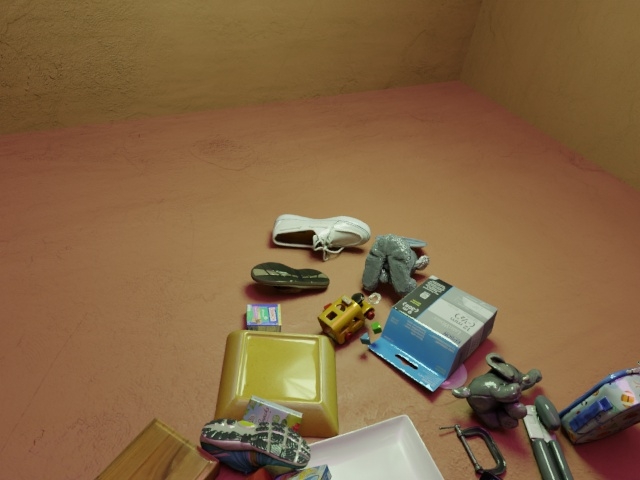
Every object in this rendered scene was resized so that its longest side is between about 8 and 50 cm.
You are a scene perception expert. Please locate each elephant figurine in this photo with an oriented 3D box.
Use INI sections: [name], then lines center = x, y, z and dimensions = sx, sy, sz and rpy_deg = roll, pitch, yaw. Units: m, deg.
[elephant figurine]
center = 0.516, 0.412, 1.475
dimensions = 0.186, 0.169, 0.239
rpy_deg = 56, 35, -9

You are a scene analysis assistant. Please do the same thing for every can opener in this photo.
[can opener]
center = 0.609, 0.540, 1.355
dimensions = 0.076, 0.095, 0.283
rpy_deg = 6, 33, -2

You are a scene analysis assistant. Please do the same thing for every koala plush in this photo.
[koala plush]
center = 0.279, 0.078, 1.804
dimensions = 0.196, 0.203, 0.221
rpy_deg = 7, 4, 33

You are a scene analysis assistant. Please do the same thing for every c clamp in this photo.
[c clamp]
center = 0.412, 0.557, 1.365
dimensions = 0.137, 0.022, 0.160
rpy_deg = -5, 39, -23

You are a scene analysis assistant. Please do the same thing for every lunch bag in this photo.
[lunch bag]
center = 0.787, 0.431, 1.360
dimensions = 0.243, 0.303, 0.115
rpy_deg = -6, 50, -18

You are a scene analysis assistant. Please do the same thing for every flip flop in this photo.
[flip flop]
center = -0.103, 0.139, 1.738
dimensions = 0.277, 0.080, 0.112
rpy_deg = 7, 32, -26

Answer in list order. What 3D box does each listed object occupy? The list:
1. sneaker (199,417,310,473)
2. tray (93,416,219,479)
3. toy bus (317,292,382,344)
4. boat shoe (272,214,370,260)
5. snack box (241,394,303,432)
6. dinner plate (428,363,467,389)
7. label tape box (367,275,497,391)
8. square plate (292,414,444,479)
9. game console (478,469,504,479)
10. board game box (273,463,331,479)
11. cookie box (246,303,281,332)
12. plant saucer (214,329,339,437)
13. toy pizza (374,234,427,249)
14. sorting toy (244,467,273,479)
[sneaker]
center = -0.158, 0.508, 1.245
dimensions = 0.275, 0.110, 0.107
rpy_deg = 7, 20, 10
[tray]
center = -0.431, 0.603, 1.112
dimensions = 0.203, 0.076, 0.411
rpy_deg = 25, 41, 19
[toy bus]
center = 0.088, 0.222, 1.602
dimensions = 0.191, 0.104, 0.202
rpy_deg = -9, 42, 13
[boat shoe]
center = -0.001, -0.007, 1.880
dimensions = 0.367, 0.135, 0.156
rpy_deg = 7, 39, 3
[snack box]
center = -0.127, 0.467, 1.298
dimensions = 0.141, 0.100, 0.037
rpy_deg = 20, -2, 2
[dinner plate]
center = 0.379, 0.390, 1.561
dimensions = 0.141, 0.017, 0.141
rpy_deg = 5, 38, -4
[label tape box]
center = 0.353, 0.276, 1.603
dimensions = 0.249, 0.115, 0.348
rpy_deg = 30, 42, 34
[square plate]
center = 0.137, 0.615, 1.218
dimensions = 0.347, 0.049, 0.344
rpy_deg = -9, 42, -21
[game console]
center = 0.424, 0.639, 1.228
dimensions = 0.122, 0.107, 0.071
rpy_deg = 28, 15, 22
[board game box]
center = -0.064, 0.565, 1.101
dimensions = 0.136, 0.035, 0.201
rpy_deg = -21, 2, 16
[cookie box]
center = -0.179, 0.246, 1.613
dimensions = 0.107, 0.040, 0.091
rpy_deg = 2, 39, -9
[plant saucer]
center = -0.114, 0.375, 1.440
dimensions = 0.333, 0.081, 0.332
rpy_deg = 4, 40, -5
[toy pizza]
center = 0.305, 0.012, 1.943
dimensions = 0.201, 0.032, 0.201
rpy_deg = 6, 8, -1
[sorting toy]
center = -0.182, 0.674, 1.074
dimensions = 0.126, 0.127, 0.365
rpy_deg = -16, 39, 17
